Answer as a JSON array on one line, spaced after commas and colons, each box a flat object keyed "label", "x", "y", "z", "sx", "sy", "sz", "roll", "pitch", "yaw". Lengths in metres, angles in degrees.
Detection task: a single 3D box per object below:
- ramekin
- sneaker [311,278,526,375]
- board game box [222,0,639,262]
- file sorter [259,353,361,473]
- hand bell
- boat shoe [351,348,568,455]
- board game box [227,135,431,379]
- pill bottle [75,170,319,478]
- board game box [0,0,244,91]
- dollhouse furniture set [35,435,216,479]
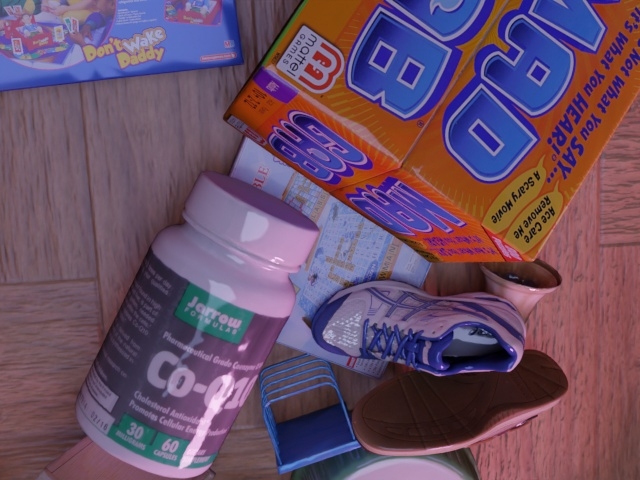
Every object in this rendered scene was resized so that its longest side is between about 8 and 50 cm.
[{"label": "ramekin", "x": 0.107, "y": 0.410, "z": 1.506, "sx": 0.303, "sy": 0.148, "sz": 0.303, "roll": -1, "pitch": 102, "yaw": -6}, {"label": "sneaker", "x": 0.131, "y": 0.124, "z": 1.380, "sx": 0.296, "sy": 0.131, "sz": 0.112, "roll": -2, "pitch": 108, "yaw": 7}, {"label": "board game box", "x": 0.141, "y": -0.216, "z": 1.233, "sx": 0.356, "sy": 0.356, "sz": 0.356, "roll": 34, "pitch": 82, "yaw": -9}, {"label": "file sorter", "x": -0.023, "y": 0.239, "z": 1.448, "sx": 0.118, "sy": 0.170, "sz": 0.104, "roll": -19, "pitch": 100, "yaw": -2}, {"label": "hand bell", "x": 0.263, "y": 0.147, "z": 1.508, "sx": 0.126, "sy": 0.126, "sz": 0.242, "roll": 9, "pitch": 113, "yaw": -8}, {"label": "boat shoe", "x": 0.189, "y": 0.249, "z": 1.432, "sx": 0.342, "sy": 0.123, "sz": 0.123, "roll": -13, "pitch": 145, "yaw": -29}, {"label": "board game box", "x": 0.000, "y": 0.000, "z": 1.453, "sx": 0.318, "sy": 0.066, "sz": 0.319, "roll": 22, "pitch": 99, "yaw": -10}, {"label": "pill bottle", "x": -0.157, "y": 0.105, "z": 1.321, "sx": 0.204, "sy": 0.204, "sz": 0.361, "roll": 25, "pitch": 100, "yaw": -10}, {"label": "board game box", "x": -0.288, "y": -0.332, "z": 1.349, "sx": 0.347, "sy": 0.078, "sz": 0.233, "roll": -7, "pitch": 102, "yaw": -5}, {"label": "dollhouse furniture set", "x": -0.366, "y": 0.450, "z": 1.429, "sx": 0.362, "sy": 0.256, "sz": 0.394, "roll": 41, "pitch": 110, "yaw": 6}]
